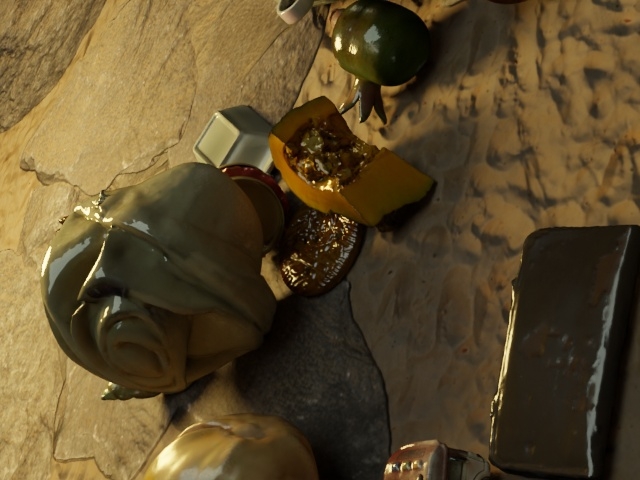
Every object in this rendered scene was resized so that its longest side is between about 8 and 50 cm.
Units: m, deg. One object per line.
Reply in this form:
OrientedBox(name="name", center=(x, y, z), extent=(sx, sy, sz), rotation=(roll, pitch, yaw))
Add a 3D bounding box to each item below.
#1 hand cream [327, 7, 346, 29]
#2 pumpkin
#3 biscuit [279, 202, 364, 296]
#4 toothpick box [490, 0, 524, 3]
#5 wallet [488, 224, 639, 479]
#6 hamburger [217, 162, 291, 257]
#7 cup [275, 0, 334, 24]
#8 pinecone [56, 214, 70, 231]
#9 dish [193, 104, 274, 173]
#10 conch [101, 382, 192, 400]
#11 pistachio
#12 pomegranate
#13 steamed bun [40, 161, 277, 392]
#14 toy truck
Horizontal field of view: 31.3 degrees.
OrientedBox(name="hand cream", center=(0.078, -0.343, 1.913), extent=(0.209, 0.043, 0.067), rotation=(40, 102, 47))
OrientedBox(name="pumpkin", center=(0.043, -0.099, 1.734), extent=(0.131, 0.126, 0.248), rotation=(-37, 67, -22))
OrientedBox(name="biscuit", center=(-0.001, -0.001, 1.809), extent=(0.188, 0.027, 0.188), rotation=(-29, 47, 37))
OrientedBox(name="toothpick box", center=(0.250, -0.493, 1.673), extent=(0.192, 0.192, 0.294), rotation=(-37, 49, 32))
OrientedBox(name="wallet", center=(0.290, 0.130, 1.354), extent=(0.165, 0.042, 0.310), rotation=(-6, 66, 48))
OrientedBox(name="hamburger", center=(-0.141, -0.056, 1.911), extent=(0.175, 0.175, 0.137), rotation=(-56, 24, 11))
OrientedBox(name="cup", center=(-0.016, -0.482, 1.981), extent=(0.221, 0.167, 0.202), rotation=(-29, 16, -32))
OrientedBox(name="pinecone", center=(-0.465, -0.013, 2.314), extent=(0.140, 0.140, 0.121), rotation=(-17, 100, 46))
OrientedBox(name="dish", center=(-0.157, -0.160, 2.071), extent=(0.154, 0.064, 0.234), rotation=(-57, 37, 8))
OrientedBox(name="conch", center=(-0.285, 0.213, 1.974), extent=(0.173, 0.106, 0.116), rotation=(-13, 77, 31))
OrientedBox(name="pistachio", center=(-0.132, 0.362, 1.604), extent=(0.309, 0.230, 0.230), rotation=(-50, 38, 25))
OrientedBox(name="pomegranate", center=(0.089, -0.281, 1.792), extent=(0.152, 0.131, 0.191), rotation=(24, 112, 38))
OrientedBox(name="steamed bun", center=(-0.262, 0.088, 1.767), extent=(0.367, 0.342, 0.255), rotation=(-16, 26, 20))
OrientedBox(name="toy truck", center=(0.125, 0.375, 1.329), extent=(0.114, 0.135, 0.270), rotation=(-19, 55, 45))
